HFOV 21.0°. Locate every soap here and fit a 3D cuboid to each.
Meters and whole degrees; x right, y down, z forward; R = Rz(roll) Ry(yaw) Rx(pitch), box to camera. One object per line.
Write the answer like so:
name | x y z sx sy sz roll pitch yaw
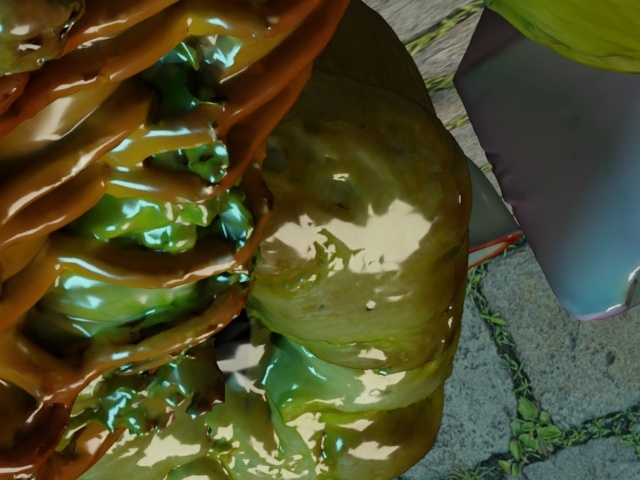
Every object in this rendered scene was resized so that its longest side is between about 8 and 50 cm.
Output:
soap | 0.188 -0.083 0.901 0.109 0.193 0.324 -27 175 30

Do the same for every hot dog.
hot dog | -0.093 0.003 0.465 0.158 0.117 0.349 -5 145 -36

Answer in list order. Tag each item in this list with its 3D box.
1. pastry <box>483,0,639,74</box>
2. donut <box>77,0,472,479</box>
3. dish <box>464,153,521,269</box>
pastry | 0.179 -0.155 0.421 0.356 0.164 0.356 -27 175 -3
donut | -0.046 0.008 0.691 0.208 0.128 0.261 -7 143 -8
dish | 0.000 0.000 1.188 0.256 0.117 0.256 -25 174 -3
